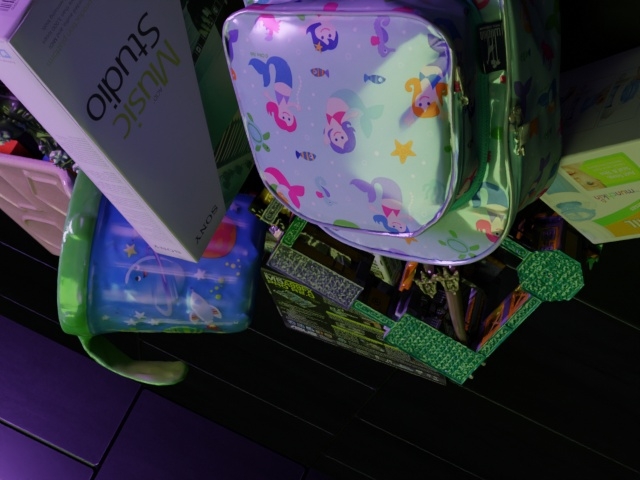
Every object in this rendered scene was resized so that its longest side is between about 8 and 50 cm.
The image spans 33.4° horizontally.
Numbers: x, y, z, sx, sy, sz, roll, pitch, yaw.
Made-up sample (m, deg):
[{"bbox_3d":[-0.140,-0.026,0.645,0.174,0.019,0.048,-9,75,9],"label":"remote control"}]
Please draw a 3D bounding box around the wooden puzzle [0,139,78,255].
[{"bbox_3d":[-0.404,-0.058,1.677,0.348,0.080,0.322,17,157,35],"label":"wooden puzzle"}]

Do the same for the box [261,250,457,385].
[{"bbox_3d":[0.061,0.102,1.522,0.270,0.060,0.216,18,156,20],"label":"box"}]

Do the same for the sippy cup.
[{"bbox_3d":[-0.182,0.016,1.300,0.224,0.240,0.305,9,146,-2],"label":"sippy cup"}]

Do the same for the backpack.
[{"bbox_3d":[0.059,-0.102,0.781,0.225,0.191,0.253,10,131,32],"label":"backpack"}]

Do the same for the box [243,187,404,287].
[{"bbox_3d":[0.000,0.000,1.388,0.207,0.036,0.114,17,157,23],"label":"box"}]

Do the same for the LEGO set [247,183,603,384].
[{"bbox_3d":[0.109,-0.029,1.086,0.331,0.192,0.255,24,129,-1],"label":"LEGO set"}]

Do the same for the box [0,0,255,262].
[{"bbox_3d":[-0.138,-0.157,0.920,0.058,0.232,0.322,16,157,29],"label":"box"}]

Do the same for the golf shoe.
[{"bbox_3d":[-0.332,-0.166,1.325,0.105,0.120,0.273,-33,146,31],"label":"golf shoe"}]

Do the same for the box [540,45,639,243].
[{"bbox_3d":[0.264,-0.078,0.814,0.114,0.103,0.203,36,157,-22],"label":"box"}]
